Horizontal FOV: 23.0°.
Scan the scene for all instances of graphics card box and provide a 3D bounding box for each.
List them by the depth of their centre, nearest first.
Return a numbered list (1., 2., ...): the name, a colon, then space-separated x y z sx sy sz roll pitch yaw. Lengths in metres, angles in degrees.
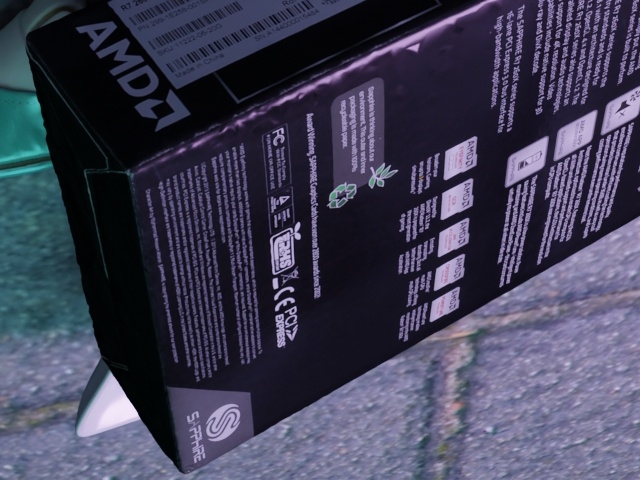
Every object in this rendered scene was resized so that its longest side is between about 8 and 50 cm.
1. graphics card box: 0.063 -0.064 0.721 0.371 0.094 0.233 -29 148 -18

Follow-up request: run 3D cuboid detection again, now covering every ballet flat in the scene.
1. ballet flat: -0.093 -0.092 0.772 0.247 0.083 0.087 -10 125 -9

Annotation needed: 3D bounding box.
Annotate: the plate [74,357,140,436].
1. plate: 0.000 0.000 0.924 0.277 0.045 0.278 -17 155 -33
